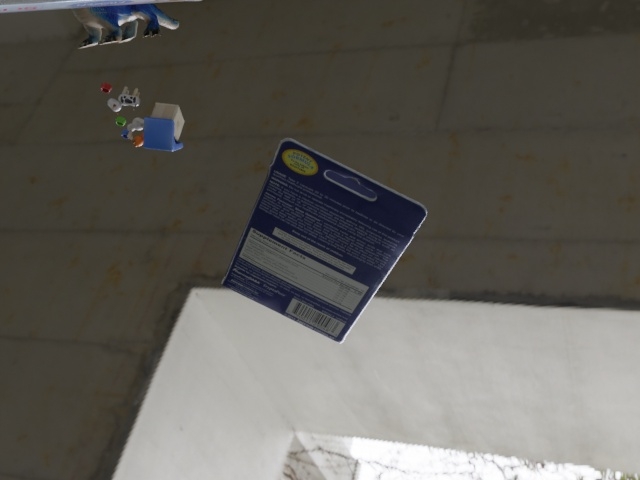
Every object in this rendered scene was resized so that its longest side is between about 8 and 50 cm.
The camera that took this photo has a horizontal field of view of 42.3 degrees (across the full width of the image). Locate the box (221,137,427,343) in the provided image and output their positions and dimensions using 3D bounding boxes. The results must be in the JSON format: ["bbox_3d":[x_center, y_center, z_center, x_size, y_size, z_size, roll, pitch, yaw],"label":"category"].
[{"bbox_3d":[0.000,0.000,0.750,0.136,0.225,0.036,27,-129,-2],"label":"box"}]

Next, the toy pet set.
[{"bbox_3d":[-0.251,-0.153,1.162,0.114,0.122,0.065,8,-118,10],"label":"toy pet set"}]

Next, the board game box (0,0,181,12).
[{"bbox_3d":[-0.285,-0.399,0.840,0.318,0.318,0.066,-12,-169,-23],"label":"board game box"}]

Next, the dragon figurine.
[{"bbox_3d":[-0.294,-0.358,1.187,0.085,0.144,0.289,2,-162,36],"label":"dragon figurine"}]
